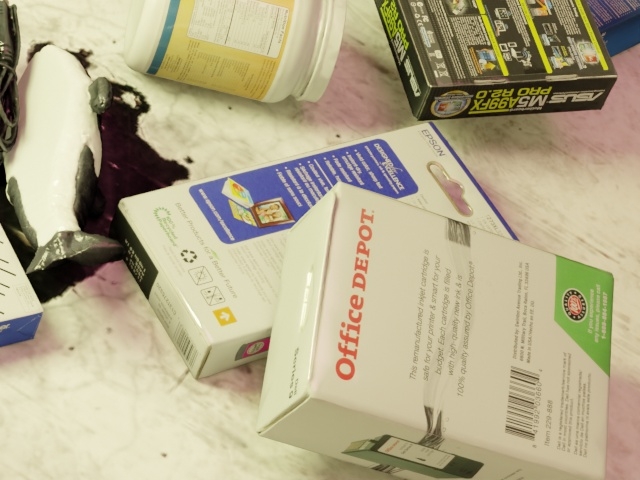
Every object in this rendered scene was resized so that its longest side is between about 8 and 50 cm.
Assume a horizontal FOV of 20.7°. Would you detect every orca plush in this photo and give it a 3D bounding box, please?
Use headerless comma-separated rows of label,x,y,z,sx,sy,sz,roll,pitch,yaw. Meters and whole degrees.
orca plush,-0.215,-0.060,1.607,0.102,0.151,0.287,42,9,-39

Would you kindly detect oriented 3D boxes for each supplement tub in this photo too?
supplement tub,-0.087,-0.220,1.768,0.200,0.144,0.144,12,49,-14

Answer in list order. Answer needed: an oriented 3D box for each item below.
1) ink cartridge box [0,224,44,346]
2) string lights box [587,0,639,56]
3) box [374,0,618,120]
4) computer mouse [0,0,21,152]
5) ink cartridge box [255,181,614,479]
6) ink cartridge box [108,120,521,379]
ink cartridge box,-0.331,0.004,1.543,0.097,0.046,0.207,-14,59,-33
string lights box,0.291,-0.271,2.020,0.260,0.076,0.133,-27,66,-37
box,0.171,-0.254,1.872,0.216,0.060,0.270,-5,57,-19
computer mouse,-0.363,-0.209,1.557,0.272,0.072,0.188,30,38,-36
ink cartridge box,0.105,0.098,1.552,0.289,0.121,0.211,19,60,-19
ink cartridge box,0.000,0.000,1.677,0.371,0.069,0.175,-17,60,-31
